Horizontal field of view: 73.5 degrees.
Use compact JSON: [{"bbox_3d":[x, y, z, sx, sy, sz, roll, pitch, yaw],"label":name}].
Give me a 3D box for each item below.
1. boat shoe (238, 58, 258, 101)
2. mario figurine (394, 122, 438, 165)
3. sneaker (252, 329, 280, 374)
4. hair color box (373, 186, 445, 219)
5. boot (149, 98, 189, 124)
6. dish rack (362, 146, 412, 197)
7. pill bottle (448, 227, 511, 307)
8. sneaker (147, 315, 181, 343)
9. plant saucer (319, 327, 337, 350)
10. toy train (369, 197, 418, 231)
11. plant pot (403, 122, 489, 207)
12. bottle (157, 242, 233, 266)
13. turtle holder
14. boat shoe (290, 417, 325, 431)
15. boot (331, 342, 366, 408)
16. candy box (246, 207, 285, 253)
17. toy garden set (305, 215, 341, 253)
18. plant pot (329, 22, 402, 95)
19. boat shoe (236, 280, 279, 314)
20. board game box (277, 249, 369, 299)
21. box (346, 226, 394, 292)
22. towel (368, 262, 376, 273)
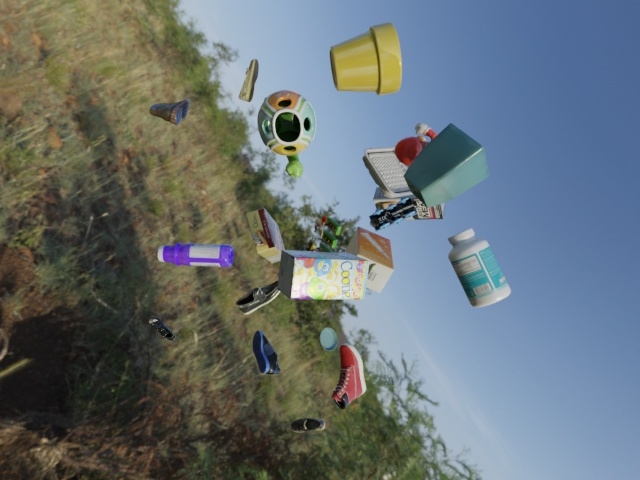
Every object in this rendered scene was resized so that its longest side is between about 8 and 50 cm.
[{"bbox_3d":[-0.264,-0.588,1.569,0.056,0.048,0.152,-55,162,-66],"label":"boat shoe"},{"bbox_3d":[0.457,-0.355,1.739,0.170,0.321,0.197,101,-7,-58],"label":"mario figurine"},{"bbox_3d":[-0.252,0.526,2.005,0.091,0.081,0.232,22,30,-36],"label":"sneaker"},{"bbox_3d":[0.512,-0.217,2.470,0.185,0.375,0.113,63,37,-43],"label":"hair color box"},{"bbox_3d":[-0.582,-0.520,1.674,0.219,0.106,0.082,-91,-162,-61],"label":"boot"},{"bbox_3d":[0.357,-0.326,2.096,0.072,0.333,0.285,-43,-111,42],"label":"dish rack"},{"bbox_3d":[0.551,0.092,1.522,0.146,0.146,0.263,114,-47,-82],"label":"pill bottle"},{"bbox_3d":[-0.743,0.425,2.035,0.089,0.051,0.170,17,-29,54],"label":"sneaker"},{"bbox_3d":[0.037,0.512,2.215,0.021,0.119,0.119,-25,-87,44],"label":"plant saucer"},{"bbox_3d":[0.265,-0.093,1.547,0.105,0.184,0.080,20,45,-81],"label":"toy train"},{"bbox_3d":[0.415,-0.238,1.460,0.165,0.234,0.165,56,5,38],"label":"plant pot"},{"bbox_3d":[-0.493,0.056,1.699,0.118,0.283,0.092,71,21,-86],"label":"bottle"},{"bbox_3d":[-0.144,-0.436,1.725,0.227,0.244,0.320,-107,-144,-67],"label":"turtle holder"},{"bbox_3d":[-0.057,0.743,1.735,0.049,0.153,0.056,54,27,-53],"label":"boat shoe"},{"bbox_3d":[0.099,0.570,1.799,0.089,0.176,0.244,-8,-82,43],"label":"boot"},{"bbox_3d":[-0.237,-0.013,1.940,0.316,0.088,0.182,63,10,-78],"label":"candy box"},{"bbox_3d":[0.000,0.000,2.074,0.204,0.049,0.244,46,-55,52],"label":"toy garden set"},{"bbox_3d":[0.165,-0.679,1.645,0.254,0.239,0.253,170,-90,-89],"label":"plant pot"},{"bbox_3d":[-0.282,0.256,1.996,0.079,0.233,0.084,58,1,-32],"label":"boat shoe"},{"bbox_3d":[0.009,0.119,1.482,0.142,0.276,0.144,-160,-106,-65],"label":"board game box"},{"bbox_3d":[0.267,0.099,2.381,0.215,0.168,0.345,23,27,-7],"label":"box"},{"bbox_3d":[0.223,0.129,1.939,0.009,0.060,0.083,36,-14,-5],"label":"towel"}]
